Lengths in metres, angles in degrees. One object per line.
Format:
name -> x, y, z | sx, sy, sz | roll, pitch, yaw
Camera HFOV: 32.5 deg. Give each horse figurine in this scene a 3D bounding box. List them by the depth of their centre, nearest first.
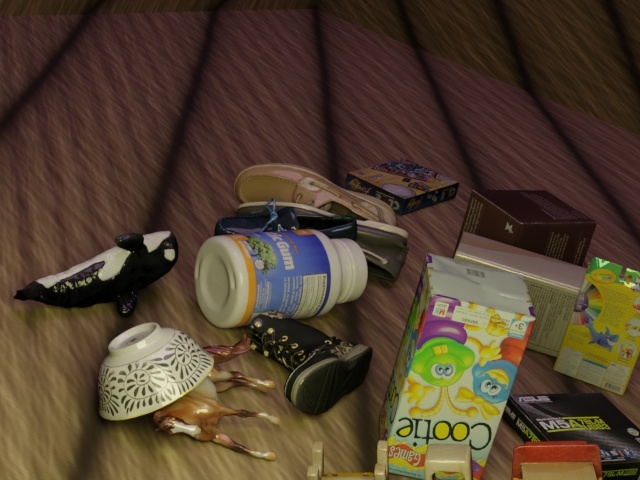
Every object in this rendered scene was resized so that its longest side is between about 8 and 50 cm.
horse figurine -> -0.147, 0.216, 1.529 | 0.174, 0.066, 0.263 | 14, 25, -13

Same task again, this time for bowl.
bowl -> -0.237, 0.162, 1.479 | 0.170, 0.080, 0.170 | -21, 17, 7

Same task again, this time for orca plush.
orca plush -> -0.326, 0.070, 1.728 | 0.287, 0.151, 0.102 | -15, 67, -54

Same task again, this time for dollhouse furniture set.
dollhouse furniture set -> 0.166, 0.357, 1.320 | 0.374, 0.152, 0.201 | -2, 22, 8

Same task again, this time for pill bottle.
pill bottle -> -0.060, 0.058, 1.833 | 0.272, 0.152, 0.152 | -5, 29, -36

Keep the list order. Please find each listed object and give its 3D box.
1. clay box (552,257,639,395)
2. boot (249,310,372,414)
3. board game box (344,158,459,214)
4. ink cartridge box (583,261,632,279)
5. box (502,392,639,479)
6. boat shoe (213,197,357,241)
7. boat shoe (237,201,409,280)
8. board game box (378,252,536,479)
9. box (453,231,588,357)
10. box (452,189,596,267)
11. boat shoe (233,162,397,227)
clay box -> 0.488, 0.139, 1.860 | 0.127, 0.222, 0.053 | 20, 23, 14
boot -> -0.042, 0.178, 1.649 | 0.178, 0.085, 0.236 | 21, 15, 23
board game box -> 0.191, -0.128, 2.554 | 0.165, 0.042, 0.243 | 27, 26, 30
ink cartridge box -> 0.562, 0.097, 2.100 | 0.134, 0.078, 0.231 | 18, 4, 12
box -> 0.400, 0.297, 1.670 | 0.190, 0.045, 0.184 | 3, 27, -25
boat shoe -> -0.060, -0.028, 1.949 | 0.258, 0.089, 0.109 | 0, 39, -23
boat shoe -> 0.000, 0.000, 2.075 | 0.335, 0.096, 0.112 | 10, -18, 2
board game box -> 0.181, 0.181, 1.516 | 0.144, 0.275, 0.142 | 13, 23, -3
box -> 0.380, 0.107, 1.978 | 0.311, 0.148, 0.121 | 18, 23, 7
box -> 0.406, 0.004, 2.199 | 0.203, 0.169, 0.167 | -1, 27, -31
boat shoe -> -0.011, -0.066, 2.191 | 0.341, 0.122, 0.110 | 15, 22, 0
